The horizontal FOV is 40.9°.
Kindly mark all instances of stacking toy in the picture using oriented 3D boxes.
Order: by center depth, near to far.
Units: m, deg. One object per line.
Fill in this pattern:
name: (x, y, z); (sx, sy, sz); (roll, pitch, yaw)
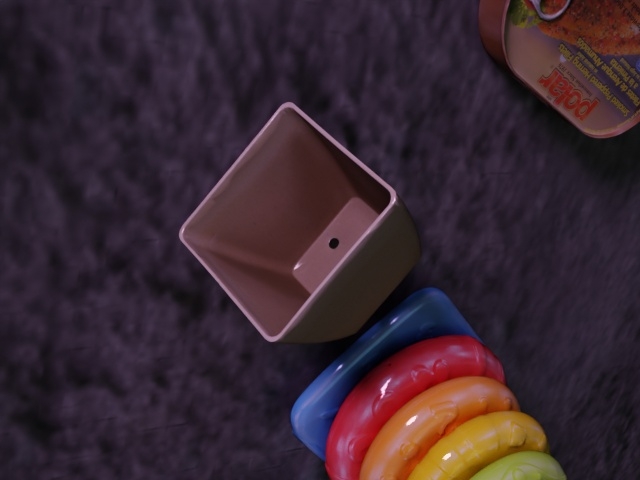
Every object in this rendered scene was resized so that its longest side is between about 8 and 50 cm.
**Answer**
stacking toy: (0.125, 0.193, 0.603); (0.165, 0.302, 0.175); (-43, 134, -1)

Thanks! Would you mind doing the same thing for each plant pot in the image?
plant pot: (0.000, 0.000, 0.535); (0.109, 0.109, 0.096); (-50, 145, 6)

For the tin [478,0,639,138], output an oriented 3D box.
tin: (0.182, -0.142, 0.596); (0.189, 0.040, 0.106); (27, 99, -41)
